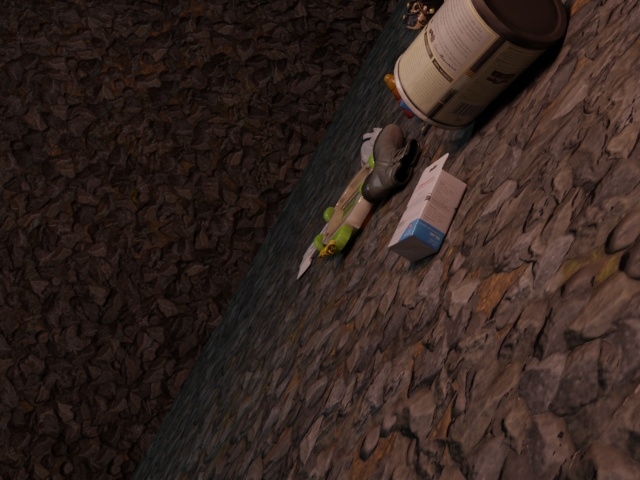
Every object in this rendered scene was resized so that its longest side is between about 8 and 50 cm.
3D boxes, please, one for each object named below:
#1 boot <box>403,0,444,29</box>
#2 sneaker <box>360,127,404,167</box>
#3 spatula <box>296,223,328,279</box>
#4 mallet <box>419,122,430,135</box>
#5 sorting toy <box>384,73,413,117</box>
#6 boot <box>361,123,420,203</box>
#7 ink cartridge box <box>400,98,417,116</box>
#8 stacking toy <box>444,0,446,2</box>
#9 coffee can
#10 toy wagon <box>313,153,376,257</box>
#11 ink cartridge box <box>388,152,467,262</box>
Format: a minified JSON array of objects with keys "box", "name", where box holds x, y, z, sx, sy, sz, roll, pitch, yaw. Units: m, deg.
[{"box":[0.301,-0.764,2.226,0.377,0.138,0.284,-31,-43,-44],"name":"boot"},{"box":[0.166,-0.253,2.095,0.235,0.090,0.095,163,125,-81],"name":"sneaker"},{"box":[0.000,0.000,2.314,0.242,0.019,0.168,-53,6,27],"name":"spatula"},{"box":[0.295,-0.336,1.820,0.189,0.039,0.062,-62,11,11],"name":"mallet"},{"box":[0.297,-0.513,2.059,0.365,0.126,0.127,-54,11,29],"name":"sorting toy"},{"box":[0.194,-0.208,1.847,0.161,0.083,0.246,-33,33,53],"name":"boot"},{"box":[0.302,-0.440,1.946,0.231,0.078,0.134,-53,12,31],"name":"ink cartridge box"},{"box":[0.418,-0.587,1.703,0.141,0.141,0.330,-62,15,-17],"name":"stacking toy"},{"box":[0.291,-0.364,1.418,0.275,0.201,0.201,-45,17,53],"name":"coffee can"},{"box":[0.075,-0.068,1.994,0.267,0.068,0.344,-50,14,43],"name":"toy wagon"},{"box":[0.200,-0.058,1.365,0.180,0.060,0.104,-63,10,-20],"name":"ink cartridge box"}]
